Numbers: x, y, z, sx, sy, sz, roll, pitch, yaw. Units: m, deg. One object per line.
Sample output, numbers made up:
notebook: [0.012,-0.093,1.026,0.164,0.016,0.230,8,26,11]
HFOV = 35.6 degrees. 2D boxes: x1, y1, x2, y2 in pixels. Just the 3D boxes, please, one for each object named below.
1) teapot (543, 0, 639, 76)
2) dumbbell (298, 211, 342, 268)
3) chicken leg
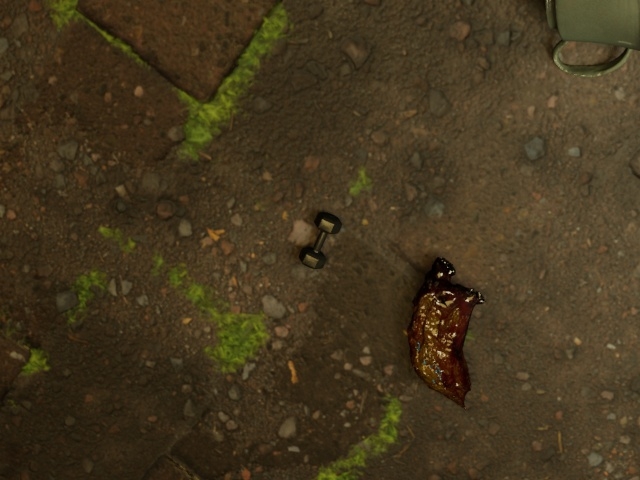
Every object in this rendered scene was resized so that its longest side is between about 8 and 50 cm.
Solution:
teapot: [0.331,-0.305,1.240,0.148,0.162,0.239,1,136,20]
dumbbell: [0.000,0.000,1.445,0.040,0.036,0.083,25,109,3]
chicken leg: [0.178,0.135,1.437,0.105,0.063,0.234,10,110,13]
